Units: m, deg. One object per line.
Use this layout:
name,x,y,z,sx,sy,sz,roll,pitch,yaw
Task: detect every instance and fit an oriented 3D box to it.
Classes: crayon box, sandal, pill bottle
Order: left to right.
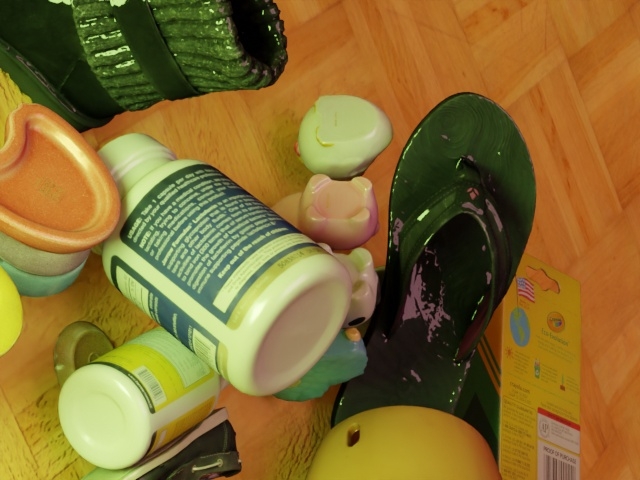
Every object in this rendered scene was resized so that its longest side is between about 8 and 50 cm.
pill bottle,-0.160,0.142,1.663,0.184,0.103,0.103,-28,102,-57
pill bottle,-0.111,0.016,1.644,0.153,0.265,0.153,-38,149,-27
sandal,0.139,0.058,1.922,0.168,0.107,0.445,15,93,-12
crayon box,0.256,0.181,2.239,0.202,0.081,0.318,27,60,-46

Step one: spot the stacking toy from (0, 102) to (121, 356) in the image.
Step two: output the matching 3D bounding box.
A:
stacking toy,-0.350,-0.017,1.527,0.279,0.130,0.309,43,40,-1

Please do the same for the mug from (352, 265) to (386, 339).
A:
mug,0.114,0.085,2.087,0.113,0.150,0.169,45,28,17

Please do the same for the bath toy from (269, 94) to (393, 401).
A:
bath toy,0.000,0.000,1.923,0.129,0.151,0.348,89,9,-59

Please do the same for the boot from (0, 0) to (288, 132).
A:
boot,-0.213,-0.249,1.597,0.348,0.260,0.131,44,48,-37

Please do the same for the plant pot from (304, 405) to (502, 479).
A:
plant pot,0.087,0.315,1.843,0.291,0.291,0.203,47,29,-34

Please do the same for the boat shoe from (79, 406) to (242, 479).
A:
boat shoe,-0.154,0.232,1.686,0.233,0.084,0.079,-23,98,-56

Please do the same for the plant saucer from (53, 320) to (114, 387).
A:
plant saucer,-0.224,0.119,1.684,0.083,0.015,0.083,19,66,-49
